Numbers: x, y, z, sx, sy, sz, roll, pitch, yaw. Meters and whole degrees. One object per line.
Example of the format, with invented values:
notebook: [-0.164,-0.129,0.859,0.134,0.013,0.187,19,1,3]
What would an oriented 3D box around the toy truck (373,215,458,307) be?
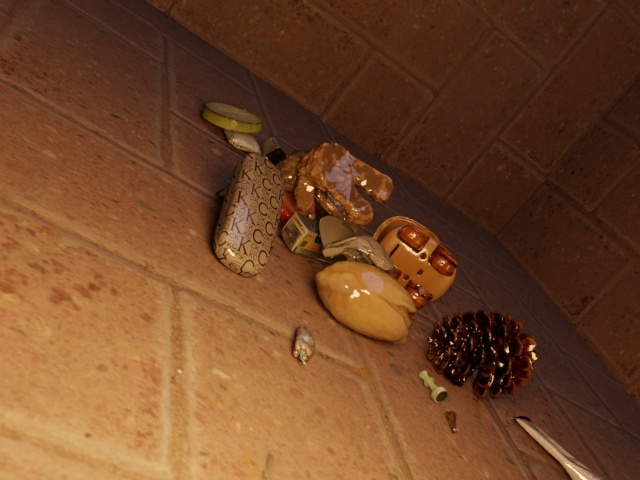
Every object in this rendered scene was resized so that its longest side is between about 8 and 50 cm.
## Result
toy truck: [0.297,0.061,2.186,0.288,0.204,0.211,37,14,0]

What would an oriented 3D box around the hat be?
hat: [0.106,0.007,1.781,0.214,0.149,0.244,34,37,-35]

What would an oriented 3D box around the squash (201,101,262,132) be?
squash: [-0.306,-0.429,2.356,0.219,0.041,0.219,18,21,-7]

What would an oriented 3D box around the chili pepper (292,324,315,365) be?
chili pepper: [-0.033,0.211,1.404,0.153,0.041,0.050,-78,158,-71]

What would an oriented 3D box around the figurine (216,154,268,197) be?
figurine: [-0.173,-0.131,1.842,0.141,0.166,0.250,51,13,-11]

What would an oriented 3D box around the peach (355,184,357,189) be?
peach: [0.055,-0.212,2.431,0.197,0.197,0.197,35,17,-12]

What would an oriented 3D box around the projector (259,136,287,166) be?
projector: [-0.164,-0.299,2.348,0.083,0.083,0.082,58,2,-38]

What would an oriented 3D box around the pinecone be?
pinecone: [0.417,0.298,1.805,0.292,0.246,0.246,11,26,-18]

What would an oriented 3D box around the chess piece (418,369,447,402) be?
chess piece: [0.272,0.354,1.665,0.042,0.042,0.093,25,16,-38]

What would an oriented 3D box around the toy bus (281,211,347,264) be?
toy bus: [0.000,0.000,1.899,0.268,0.106,0.092,20,30,-53]

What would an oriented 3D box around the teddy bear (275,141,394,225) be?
teddy bear: [0.018,-0.148,1.867,0.296,0.222,0.246,43,56,-2]

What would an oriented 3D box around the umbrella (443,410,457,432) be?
umbrella: [0.310,0.425,1.593,0.031,0.020,0.083,35,22,-10]

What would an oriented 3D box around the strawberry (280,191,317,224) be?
strawberry: [-0.082,-0.116,1.997,0.228,0.098,0.174,48,55,1]

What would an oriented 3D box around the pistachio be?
pistachio: [0.113,0.149,1.664,0.293,0.162,0.181,28,-17,-23]

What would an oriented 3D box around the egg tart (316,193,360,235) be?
egg tart: [0.032,-0.141,2.163,0.319,0.128,0.319,44,-3,3]

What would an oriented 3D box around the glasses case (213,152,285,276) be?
glasses case: [-0.163,-0.067,1.599,0.137,0.085,0.354,38,40,-27]

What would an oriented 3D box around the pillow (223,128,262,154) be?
pillow: [-0.284,-0.366,2.348,0.128,0.051,0.229,20,23,-32]

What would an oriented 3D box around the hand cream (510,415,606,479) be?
hand cream: [0.658,0.591,1.824,0.121,0.076,0.336,27,13,-48]
